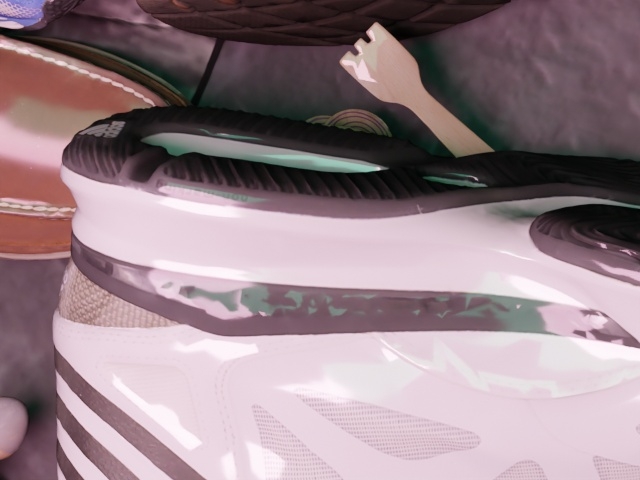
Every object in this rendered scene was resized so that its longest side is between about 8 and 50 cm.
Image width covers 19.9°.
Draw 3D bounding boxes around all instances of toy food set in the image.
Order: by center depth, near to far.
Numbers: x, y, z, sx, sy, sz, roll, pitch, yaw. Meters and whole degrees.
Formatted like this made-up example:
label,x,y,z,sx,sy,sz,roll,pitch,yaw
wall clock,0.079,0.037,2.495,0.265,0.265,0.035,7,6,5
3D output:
label,x,y,z,sx,sy,sz,roll,pitch,yaw
toy food set,0.000,0.000,0.901,0.132,0.038,0.192,44,95,-9

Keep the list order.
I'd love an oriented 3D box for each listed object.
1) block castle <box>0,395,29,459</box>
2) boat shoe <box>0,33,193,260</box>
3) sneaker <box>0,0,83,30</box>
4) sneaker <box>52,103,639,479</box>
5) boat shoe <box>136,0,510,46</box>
label,x,y,z,sx,sy,sz,roll,pitch,yaw
block castle,-0.196,0.224,0.722,0.213,0.453,0.303,-46,78,12
boat shoe,-0.221,-0.062,0.917,0.324,0.116,0.123,8,87,13
sneaker,-0.219,-0.239,0.888,0.130,0.147,0.330,-40,79,10
sneaker,0.093,0.098,0.842,0.448,0.169,0.257,10,109,3
boat shoe,0.063,-0.177,0.856,0.324,0.122,0.119,-12,75,22
